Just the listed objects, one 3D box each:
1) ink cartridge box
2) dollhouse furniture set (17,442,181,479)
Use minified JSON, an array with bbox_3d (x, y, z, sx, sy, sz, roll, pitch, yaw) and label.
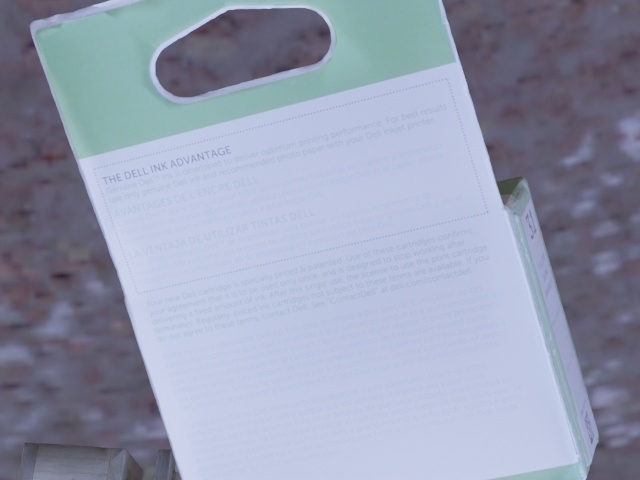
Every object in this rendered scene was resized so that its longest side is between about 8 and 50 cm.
[{"bbox_3d":[0.000,0.000,0.773,0.171,0.235,0.056,-13,-168,18],"label":"ink cartridge box"},{"bbox_3d":[-0.057,0.185,1.015,0.181,0.101,0.161,2,156,10],"label":"dollhouse furniture set"}]
